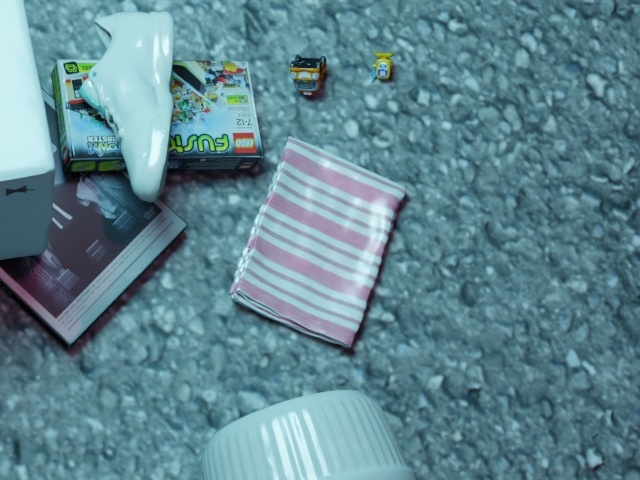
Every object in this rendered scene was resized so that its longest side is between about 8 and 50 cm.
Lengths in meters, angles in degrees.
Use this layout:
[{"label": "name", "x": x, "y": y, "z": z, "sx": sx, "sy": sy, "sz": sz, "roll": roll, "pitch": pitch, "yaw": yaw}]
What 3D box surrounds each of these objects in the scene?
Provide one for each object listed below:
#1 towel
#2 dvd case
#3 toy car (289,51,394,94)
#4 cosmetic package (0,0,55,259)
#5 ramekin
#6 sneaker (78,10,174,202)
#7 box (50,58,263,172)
[{"label": "towel", "x": 0.000, "y": 0.000, "z": 1.712, "sx": 0.144, "sy": 0.029, "sz": 0.197, "roll": 23, "pitch": 71, "yaw": -9}, {"label": "dvd case", "x": -0.281, "y": -0.034, "z": 1.645, "sx": 0.239, "sy": 0.029, "sz": 0.179, "roll": 43, "pitch": 69, "yaw": -2}, {"label": "toy car", "x": 0.024, "y": -0.178, "z": 1.753, "sx": 0.122, "sy": 0.060, "sz": 0.040, "roll": -2, "pitch": 108, "yaw": -9}, {"label": "cosmetic package", "x": -0.371, "y": -0.220, "z": 1.542, "sx": 0.162, "sy": 0.230, "sz": 0.453, "roll": -10, "pitch": 73, "yaw": -14}, {"label": "ramekin", "x": -0.016, "y": 0.224, "z": 1.563, "sx": 0.207, "sy": 0.207, "sz": 0.109, "roll": -11, "pitch": 70, "yaw": -18}, {"label": "sneaker", "x": -0.194, "y": -0.133, "z": 1.613, "sx": 0.094, "sy": 0.080, "sz": 0.212, "roll": 2, "pitch": 61, "yaw": -9}, {"label": "box", "x": -0.168, "y": -0.129, "z": 1.677, "sx": 0.207, "sy": 0.036, "sz": 0.114, "roll": -3, "pitch": 71, "yaw": -23}]
